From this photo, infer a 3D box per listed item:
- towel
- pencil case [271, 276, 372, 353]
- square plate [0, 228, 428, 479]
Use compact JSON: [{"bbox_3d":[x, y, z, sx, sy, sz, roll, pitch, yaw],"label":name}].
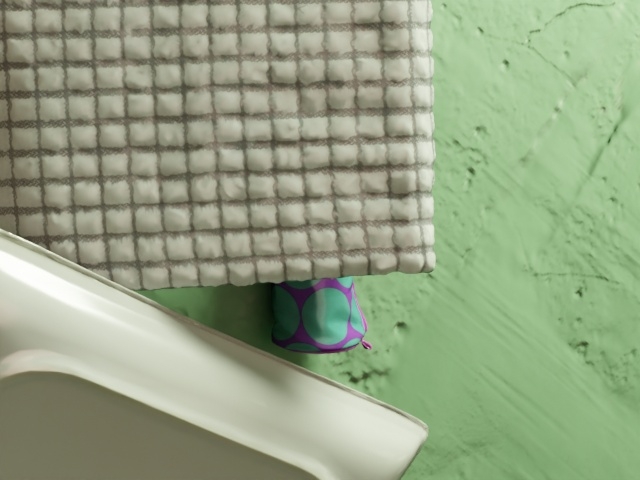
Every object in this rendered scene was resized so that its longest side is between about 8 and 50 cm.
[{"bbox_3d":[-0.073,-0.092,0.976,0.283,0.121,0.235,-4,95,-6],"label":"towel"},{"bbox_3d":[0.000,0.000,1.087,0.070,0.064,0.152,0,95,-10],"label":"pencil case"},{"bbox_3d":[-0.146,0.202,0.964,0.344,0.049,0.347,27,103,-28],"label":"square plate"}]
